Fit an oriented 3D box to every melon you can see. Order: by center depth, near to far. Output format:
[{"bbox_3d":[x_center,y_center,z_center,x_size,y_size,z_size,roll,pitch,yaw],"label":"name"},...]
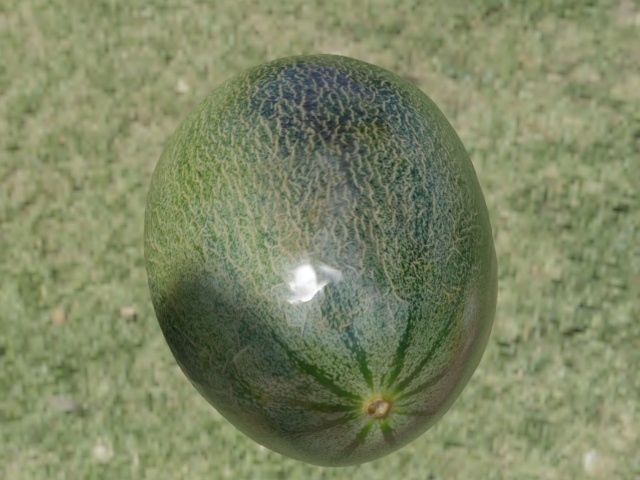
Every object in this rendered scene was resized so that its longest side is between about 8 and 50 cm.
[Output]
[{"bbox_3d":[0.000,0.000,0.529,0.114,0.114,0.167,-2,34,-5],"label":"melon"}]
